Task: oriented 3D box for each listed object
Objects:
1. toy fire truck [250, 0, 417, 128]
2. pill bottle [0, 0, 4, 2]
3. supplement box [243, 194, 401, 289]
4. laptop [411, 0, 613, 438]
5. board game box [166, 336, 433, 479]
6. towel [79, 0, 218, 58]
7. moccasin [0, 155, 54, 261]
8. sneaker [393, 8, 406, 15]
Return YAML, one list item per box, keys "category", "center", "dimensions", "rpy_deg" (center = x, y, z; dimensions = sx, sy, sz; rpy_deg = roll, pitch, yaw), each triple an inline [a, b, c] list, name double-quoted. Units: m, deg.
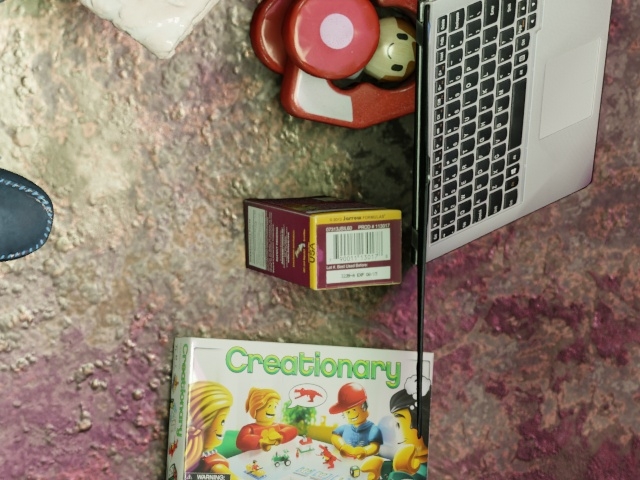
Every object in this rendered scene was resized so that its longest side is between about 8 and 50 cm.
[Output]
- category: "toy fire truck"
  center: [0.074, -0.267, 1.941]
  dimensions: [0.254, 0.169, 0.302]
  rpy_deg: [10, 92, -18]
- category: "pill bottle"
  center: [-0.383, -0.262, 1.777]
  dimensions: [0.180, 0.108, 0.108]
  rpy_deg: [-29, 107, -19]
- category: "supplement box"
  center: [0.000, 0.000, 1.938]
  dimensions: [0.104, 0.188, 0.081]
  rpy_deg: [-3, 98, -25]
- category: "laptop"
  center: [0.209, -0.067, 1.914]
  dimensions: [0.408, 0.236, 0.382]
  rpy_deg: [-24, 139, -22]
- category: "board game box"
  center: [-0.020, 0.212, 2.014]
  dimensions: [0.305, 0.053, 0.193]
  rpy_deg: [5, 85, -26]
- category: "towel"
  center: [-0.189, -0.382, 1.771]
  dimensions: [0.332, 0.053, 0.317]
  rpy_deg: [36, 68, 5]
- category: "moccasin"
  center: [-0.425, -0.020, 1.776]
  dimensions: [0.342, 0.117, 0.138]
  rpy_deg: [1, 95, -25]
- category: "sneaker"
  center: [0.117, -0.264, 2.045]
  dimensions: [0.089, 0.051, 0.170]
  rpy_deg: [-12, 96, -23]
